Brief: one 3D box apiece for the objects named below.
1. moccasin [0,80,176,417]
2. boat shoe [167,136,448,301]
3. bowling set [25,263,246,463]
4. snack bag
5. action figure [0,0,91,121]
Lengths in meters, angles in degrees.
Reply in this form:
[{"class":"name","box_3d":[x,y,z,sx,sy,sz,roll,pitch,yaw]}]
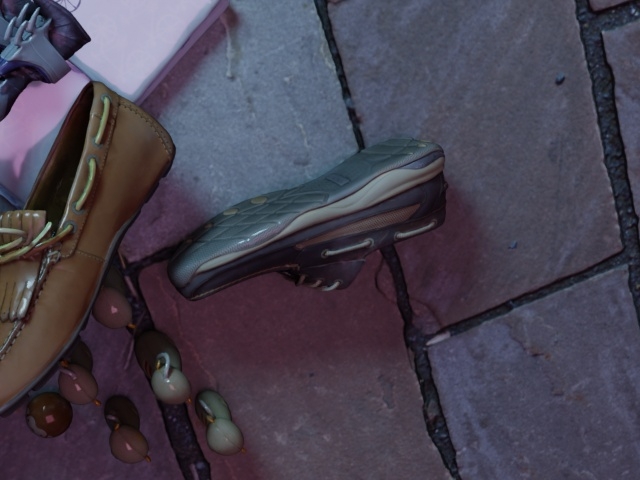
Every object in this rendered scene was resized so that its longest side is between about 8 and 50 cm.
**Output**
[{"class":"moccasin","box_3d":[-0.280,0.008,1.012,0.147,0.139,0.380,42,66,-33]},{"class":"boat shoe","box_3d":[0.000,0.000,1.197,0.356,0.132,0.130,-24,110,-9]},{"class":"bowling set","box_3d":[-0.231,0.184,1.158,0.200,0.154,0.287,-41,112,-4]},{"class":"snack bag","box_3d":[-0.318,-0.237,1.084,0.323,0.037,0.342,41,90,-23]},{"class":"action figure","box_3d":[-0.351,-0.117,1.007,0.099,0.185,0.285,39,75,-50]}]
